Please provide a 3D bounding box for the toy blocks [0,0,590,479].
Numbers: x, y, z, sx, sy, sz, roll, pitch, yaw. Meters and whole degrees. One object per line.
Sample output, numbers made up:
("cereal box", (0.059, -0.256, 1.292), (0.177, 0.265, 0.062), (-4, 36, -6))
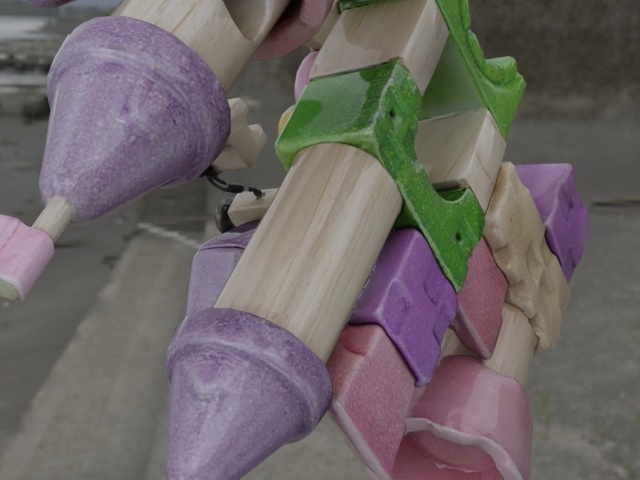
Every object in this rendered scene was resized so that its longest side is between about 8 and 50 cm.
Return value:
("toy blocks", (0.000, 0.000, 0.473), (0.309, 0.288, 0.260), (-5, 43, 33))
